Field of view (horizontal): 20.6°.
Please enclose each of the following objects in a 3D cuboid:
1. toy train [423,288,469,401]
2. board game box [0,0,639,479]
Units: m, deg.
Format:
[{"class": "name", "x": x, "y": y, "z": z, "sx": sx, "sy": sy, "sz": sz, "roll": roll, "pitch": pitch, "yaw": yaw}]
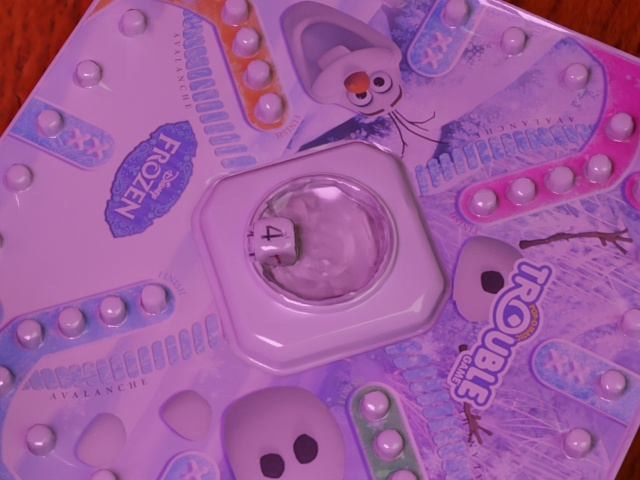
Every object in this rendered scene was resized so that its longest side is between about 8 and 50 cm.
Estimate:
[{"class": "toy train", "x": 0.102, "y": 0.022, "z": 1.074, "sx": 0.334, "sy": 0.190, "sz": 0.142, "roll": -42, "pitch": 108, "yaw": -29}, {"class": "board game box", "x": 0.000, "y": 0.000, "z": 0.951, "sx": 0.390, "sy": 0.050, "sz": 0.390, "roll": 25, "pitch": 67, "yaw": 12}]
